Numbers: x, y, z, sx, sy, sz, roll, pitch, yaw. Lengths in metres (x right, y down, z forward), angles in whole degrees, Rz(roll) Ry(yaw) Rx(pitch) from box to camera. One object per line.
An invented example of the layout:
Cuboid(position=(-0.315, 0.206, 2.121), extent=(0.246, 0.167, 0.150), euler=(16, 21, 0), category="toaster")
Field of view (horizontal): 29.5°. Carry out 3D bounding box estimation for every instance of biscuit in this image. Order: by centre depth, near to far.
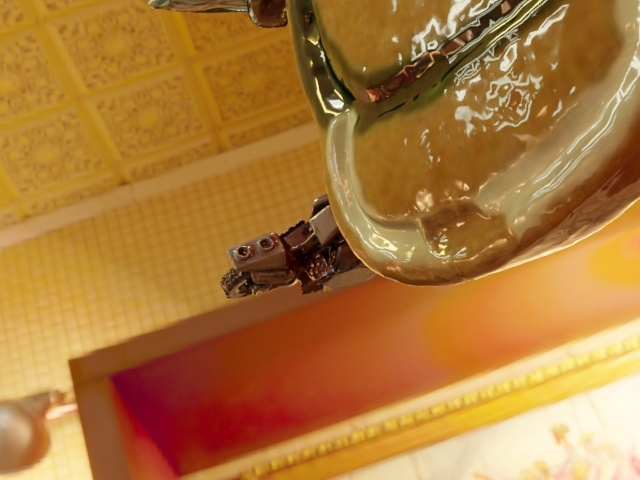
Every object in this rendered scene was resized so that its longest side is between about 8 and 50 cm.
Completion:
Cuboid(position=(0.071, -0.163, 0.485), extent=(0.057, 0.343, 0.287), euler=(8, -24, -34), category="biscuit")

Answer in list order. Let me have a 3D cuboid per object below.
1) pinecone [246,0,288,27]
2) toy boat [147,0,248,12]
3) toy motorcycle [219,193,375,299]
Cuboid(position=(-0.011, -0.229, 0.776), extent=(0.208, 0.207, 0.208), euler=(-14, -34, -10), category="pinecone")
Cuboid(position=(-0.072, -0.224, 0.970), extent=(0.291, 0.210, 0.070), euler=(-25, -50, -51), category="toy boat")
Cuboid(position=(0.000, 0.001, 1.227), extent=(0.213, 0.082, 0.122), euler=(-20, -31, -19), category="toy motorcycle")
